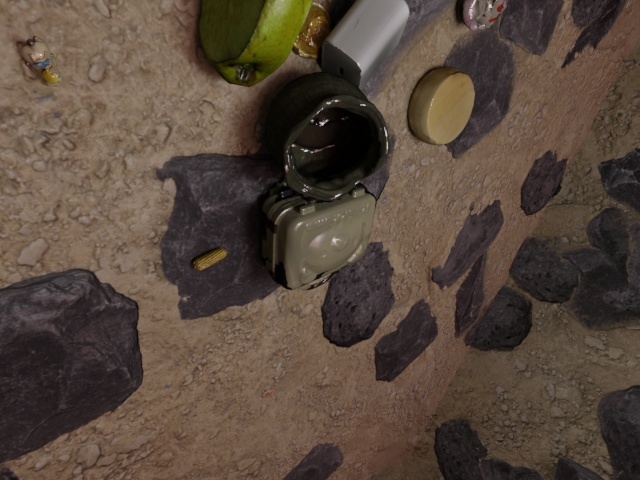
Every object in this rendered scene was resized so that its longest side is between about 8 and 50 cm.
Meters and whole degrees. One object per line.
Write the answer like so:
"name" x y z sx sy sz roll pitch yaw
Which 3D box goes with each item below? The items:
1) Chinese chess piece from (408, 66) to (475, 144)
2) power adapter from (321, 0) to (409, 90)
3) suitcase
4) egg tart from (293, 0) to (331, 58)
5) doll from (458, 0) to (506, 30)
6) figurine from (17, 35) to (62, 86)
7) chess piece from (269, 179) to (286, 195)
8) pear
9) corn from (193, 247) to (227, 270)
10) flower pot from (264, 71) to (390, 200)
"Chinese chess piece" 0.406 -0.449 1.361 0.250 0.097 0.251 -22 128 -31
"power adapter" 0.123 -0.511 0.996 0.255 0.124 0.187 -53 179 -3
"suitcase" 0.000 0.000 1.199 0.351 0.194 0.340 -20 134 -33
"egg tart" -0.016 -0.502 0.972 0.128 0.049 0.129 -21 127 -31
"doll" 0.513 -0.738 1.277 0.192 0.095 0.149 -27 138 -30
"figurine" -0.469 -0.297 0.683 0.047 0.050 0.083 -34 134 -14
"chess piece" -0.106 -0.155 1.122 0.093 0.042 0.042 -39 136 -8
"pear" -0.115 -0.428 0.786 0.163 0.238 0.256 -10 121 -45
"corn" -0.295 0.049 1.079 0.092 0.037 0.037 -30 133 -29
"flower pot" 0.017 -0.246 0.998 0.301 0.213 0.302 -11 132 -12
